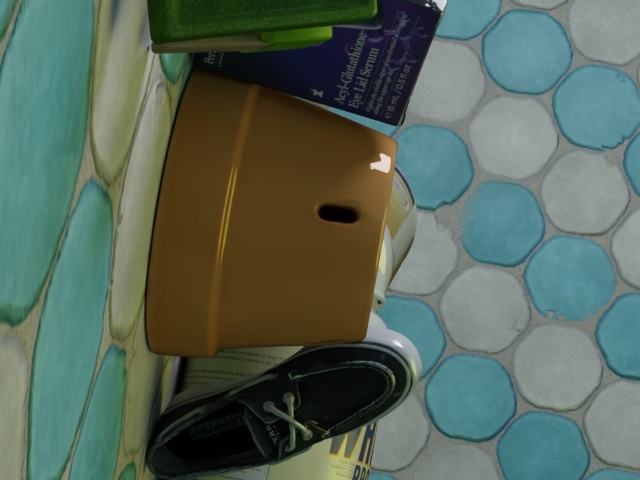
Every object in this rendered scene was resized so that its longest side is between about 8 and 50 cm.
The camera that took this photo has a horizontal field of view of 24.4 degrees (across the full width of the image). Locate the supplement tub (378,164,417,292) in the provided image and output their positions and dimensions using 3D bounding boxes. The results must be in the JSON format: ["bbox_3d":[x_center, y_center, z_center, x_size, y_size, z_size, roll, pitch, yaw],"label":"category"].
[{"bbox_3d":[0.000,0.000,2.020,0.316,0.228,0.228,-51,152,-69],"label":"supplement tub"}]

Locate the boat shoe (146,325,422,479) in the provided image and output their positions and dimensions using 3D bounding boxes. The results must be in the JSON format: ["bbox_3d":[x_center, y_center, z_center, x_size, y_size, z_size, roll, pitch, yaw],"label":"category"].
[{"bbox_3d":[-0.042,0.175,1.496,0.102,0.301,0.108,-60,130,-64],"label":"boat shoe"}]

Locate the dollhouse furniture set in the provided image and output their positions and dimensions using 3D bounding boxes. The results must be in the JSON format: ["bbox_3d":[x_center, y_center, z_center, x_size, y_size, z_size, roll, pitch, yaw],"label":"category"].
[{"bbox_3d":[-0.071,-0.290,1.061,0.197,0.151,0.301,-174,-102,-73],"label":"dollhouse furniture set"}]

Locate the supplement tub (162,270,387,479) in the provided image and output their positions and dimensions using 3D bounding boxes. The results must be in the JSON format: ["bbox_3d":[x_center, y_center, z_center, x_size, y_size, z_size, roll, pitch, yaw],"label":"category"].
[{"bbox_3d":[-0.047,0.184,1.718,0.235,0.236,0.324,91,9,-78],"label":"supplement tub"}]

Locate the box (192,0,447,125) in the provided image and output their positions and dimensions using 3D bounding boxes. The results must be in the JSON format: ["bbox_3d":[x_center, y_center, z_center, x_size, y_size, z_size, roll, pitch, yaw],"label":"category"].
[{"bbox_3d":[0.002,-0.214,1.338,0.153,0.207,0.108,108,-3,-50],"label":"box"}]

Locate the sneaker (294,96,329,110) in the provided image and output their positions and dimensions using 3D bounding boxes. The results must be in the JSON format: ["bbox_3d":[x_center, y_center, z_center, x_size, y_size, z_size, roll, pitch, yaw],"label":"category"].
[{"bbox_3d":[-0.043,-0.231,1.967,0.282,0.102,0.161,131,-34,-73],"label":"sneaker"}]

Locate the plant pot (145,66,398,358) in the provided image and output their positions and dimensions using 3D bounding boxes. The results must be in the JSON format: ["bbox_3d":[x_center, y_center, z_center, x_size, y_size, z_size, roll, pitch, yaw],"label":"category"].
[{"bbox_3d":[-0.040,-0.016,1.437,0.291,0.204,0.290,10,90,-89],"label":"plant pot"}]

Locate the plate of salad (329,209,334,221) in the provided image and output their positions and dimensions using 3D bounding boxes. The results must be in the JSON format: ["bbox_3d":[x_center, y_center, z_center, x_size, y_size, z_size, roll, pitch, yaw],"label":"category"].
[{"bbox_3d":[-0.038,-0.030,1.603,0.048,0.200,0.199,1,99,-60],"label":"plate of salad"}]
